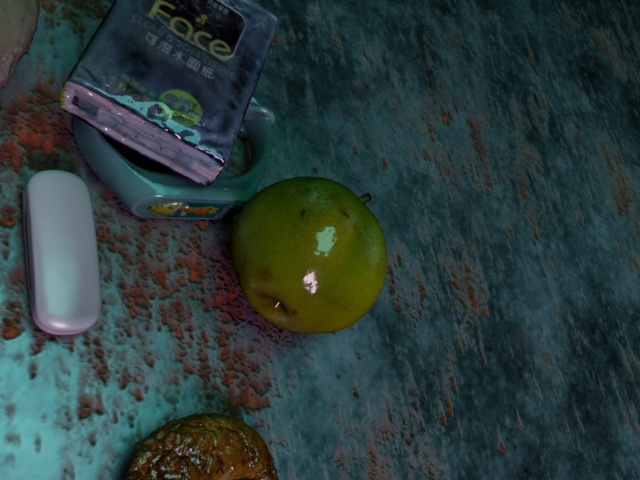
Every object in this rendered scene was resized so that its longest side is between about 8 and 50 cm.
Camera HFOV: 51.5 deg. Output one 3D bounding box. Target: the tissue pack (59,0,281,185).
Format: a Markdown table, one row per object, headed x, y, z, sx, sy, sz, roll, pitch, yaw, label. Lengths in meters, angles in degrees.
| x | y | z | sx | sy | sz | roll | pitch | yaw | label |
| --- | --- | --- | --- | --- | --- | --- | --- | --- | --- |
| -0.150 | -0.191 | 0.713 | 0.173 | 0.073 | 0.236 | 28 | 53 | -19 | tissue pack |

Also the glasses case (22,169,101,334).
| x | y | z | sx | sy | sz | roll | pitch | yaw | label |
| --- | --- | --- | --- | --- | --- | --- | --- | --- | --- |
| -0.249 | 0.009 | 0.639 | 0.063 | 0.041 | 0.164 | 0 | 70 | -37 | glasses case |

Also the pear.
| x | y | z | sx | sy | sz | roll | pitch | yaw | label |
| --- | --- | --- | --- | --- | --- | --- | --- | --- | --- |
| 0.000 | 0.000 | 0.751 | 0.180 | 0.166 | 0.216 | 46 | 59 | -15 | pear |

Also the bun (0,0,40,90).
| x | y | z | sx | sy | sz | roll | pitch | yaw | label |
| --- | --- | --- | --- | --- | --- | --- | --- | --- | --- |
| -0.399 | -0.267 | 0.534 | 0.365 | 0.219 | 0.366 | 16 | 63 | -35 | bun |

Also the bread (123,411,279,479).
| x | y | z | sx | sy | sz | roll | pitch | yaw | label |
| --- | --- | --- | --- | --- | --- | --- | --- | --- | --- |
| -0.102 | 0.256 | 0.627 | 0.193 | 0.064 | 0.193 | 21 | 55 | -33 | bread |

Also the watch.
| x | y | z | sx | sy | sz | roll | pitch | yaw | label |
| --- | --- | --- | --- | --- | --- | --- | --- | --- | --- |
| -0.158 | -0.117 | 0.762 | 0.237 | 0.068 | 0.195 | 0 | 67 | -34 | watch |
